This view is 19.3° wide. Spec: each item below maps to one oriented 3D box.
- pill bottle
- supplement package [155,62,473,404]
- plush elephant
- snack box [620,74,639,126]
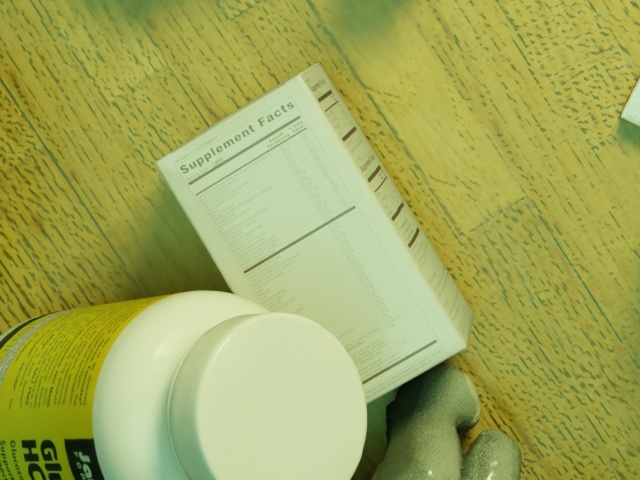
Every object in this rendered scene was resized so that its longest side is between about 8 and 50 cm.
[{"bbox_3d":[-0.120,0.135,1.400,0.188,0.334,0.188,5,81,-35],"label":"pill bottle"},{"bbox_3d":[0.000,0.000,1.476,0.139,0.134,0.244,-30,94,11],"label":"supplement package"},{"bbox_3d":[0.101,0.301,1.460,0.272,0.330,0.255,-41,110,4],"label":"plush elephant"},{"bbox_3d":[0.304,-0.162,1.471,0.064,0.022,0.178,27,101,3],"label":"snack box"}]
